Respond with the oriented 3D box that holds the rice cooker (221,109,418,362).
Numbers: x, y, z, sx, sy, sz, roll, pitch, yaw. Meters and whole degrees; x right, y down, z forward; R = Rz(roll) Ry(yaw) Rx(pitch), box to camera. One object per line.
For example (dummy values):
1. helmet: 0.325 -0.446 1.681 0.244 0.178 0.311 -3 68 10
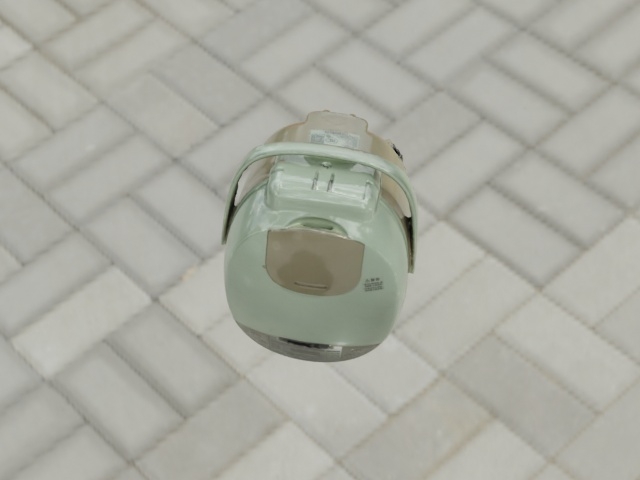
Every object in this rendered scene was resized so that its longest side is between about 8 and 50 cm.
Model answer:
1. rice cooker: 0.000 0.000 1.042 0.145 0.206 0.127 8 41 2
